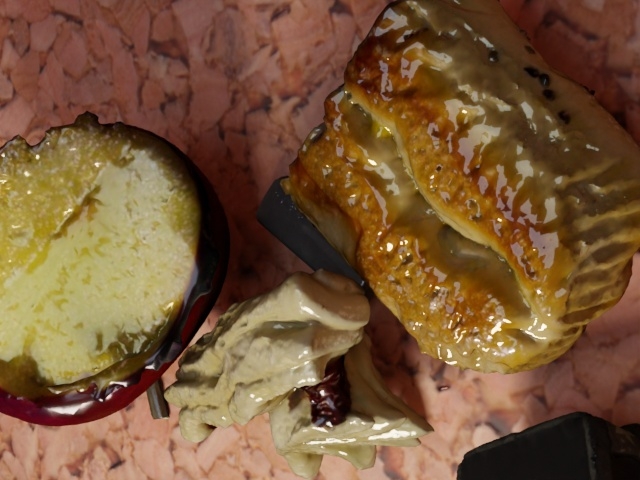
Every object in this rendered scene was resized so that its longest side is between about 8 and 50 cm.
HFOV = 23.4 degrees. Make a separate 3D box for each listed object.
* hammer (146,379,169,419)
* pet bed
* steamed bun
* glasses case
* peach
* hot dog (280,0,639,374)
[{"bbox_3d":[-0.256,0.106,2.154,0.125,0.027,0.297,-13,88,39],"label":"hammer"},{"bbox_3d":[0.270,0.298,1.652,0.211,0.159,0.183,-29,50,39],"label":"pet bed"},{"bbox_3d":[-0.017,0.181,1.836,0.428,0.247,0.189,-36,60,57],"label":"steamed bun"},{"bbox_3d":[0.001,0.001,1.907,0.190,0.042,0.072,41,113,29],"label":"glasses case"},{"bbox_3d":[-0.299,0.032,1.952,0.339,0.353,0.416,44,132,-4],"label":"peach"},{"bbox_3d":[0.174,-0.045,1.652,0.365,0.196,0.367,52,132,25],"label":"hot dog"}]
